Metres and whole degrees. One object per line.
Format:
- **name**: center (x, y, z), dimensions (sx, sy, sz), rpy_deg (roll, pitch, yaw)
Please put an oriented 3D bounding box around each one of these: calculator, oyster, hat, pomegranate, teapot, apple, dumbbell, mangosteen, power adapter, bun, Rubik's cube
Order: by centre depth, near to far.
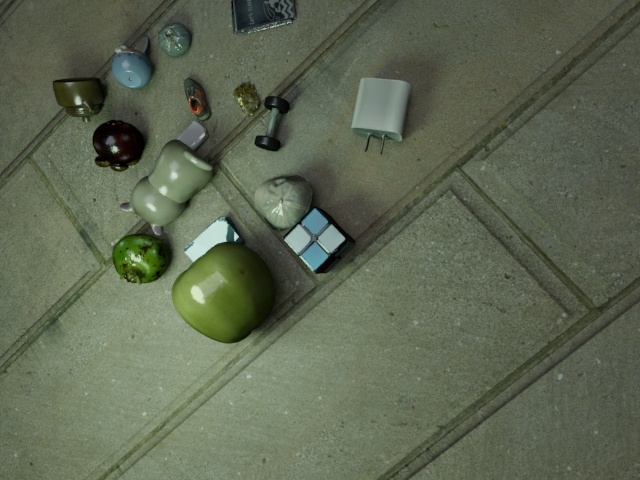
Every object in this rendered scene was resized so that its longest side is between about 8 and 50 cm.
- **apple**: center (-0.331, 0.182, 1.551), dimensions (0.356, 0.357, 0.358), rpy_deg (-1, 86, 13)
- **Rubik's cube**: center (-0.001, 0.001, 1.563), dimensions (0.183, 0.180, 0.167), rpy_deg (45, 98, 10)
- **power adapter**: center (0.213, -0.439, 1.571), dimensions (0.186, 0.124, 0.256), rpy_deg (11, 88, 15)
- **hat**: center (-0.156, -0.155, 1.614), dimensions (0.275, 0.161, 0.232), rpy_deg (26, 90, 45)
- **dumbbell**: center (-0.185, -0.447, 1.679), dimensions (0.100, 0.100, 0.191), rpy_deg (15, 89, 14)
- **pomegranate**: center (-0.709, 0.087, 1.700), dimensions (0.210, 0.263, 0.211), rpy_deg (0, 126, 1)
- **oyster**: center (-0.300, -0.566, 1.751), dimensions (0.121, 0.045, 0.146), rpy_deg (9, 88, 28)
- **calculator**: center (-0.234, -0.932, 1.763), dimensions (0.273, 0.028, 0.166), rpy_deg (-6, 88, 15)
- **mangosteen**: center (-0.825, -0.390, 1.788), dimensions (0.209, 0.210, 0.210), rpy_deg (-1, 86, 13)
- **bun**: center (-0.611, -0.841, 1.817), dimensions (0.140, 0.083, 0.141), rpy_deg (-1, 86, 10)
- **teapot**: center (-1.024, -0.598, 1.863), dimensions (0.267, 0.185, 0.176), rpy_deg (27, 126, 43)

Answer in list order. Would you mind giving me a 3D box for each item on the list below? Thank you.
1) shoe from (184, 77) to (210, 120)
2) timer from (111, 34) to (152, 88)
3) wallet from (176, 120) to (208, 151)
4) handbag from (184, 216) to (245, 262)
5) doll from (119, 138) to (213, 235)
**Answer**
- **shoe**: center (-0.513, -0.585, 1.778), dimensions (0.074, 0.077, 0.195), rpy_deg (-26, 81, 11)
- **timer**: center (-0.792, -0.759, 1.816), dimensions (0.175, 0.175, 0.256), rpy_deg (-15, 82, 12)
- **wallet**: center (-0.546, -0.404, 1.797), dimensions (0.190, 0.033, 0.095), rpy_deg (-41, 80, 8)
- **handbag**: center (-0.419, 0.021, 1.728), dimensions (0.221, 0.057, 0.144), rpy_deg (-38, 83, 8)
- **doll**: center (-0.580, -0.226, 1.708), dimensions (0.215, 0.226, 0.370), rpy_deg (39, 107, -18)
